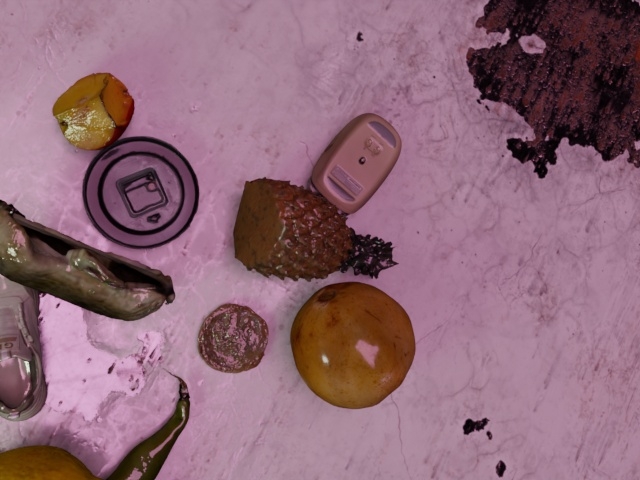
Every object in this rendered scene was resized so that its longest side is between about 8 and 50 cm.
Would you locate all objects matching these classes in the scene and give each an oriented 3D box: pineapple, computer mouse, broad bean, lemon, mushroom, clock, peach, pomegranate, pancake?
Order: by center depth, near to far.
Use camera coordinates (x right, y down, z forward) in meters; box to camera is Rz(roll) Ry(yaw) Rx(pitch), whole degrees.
[{"bbox_3d":[-0.505,0.481,1.185,0.267,0.267,0.267,1,86,-19],"label":"lemon"},{"bbox_3d":[-0.438,0.055,1.235,0.344,0.247,0.130,30,85,-39],"label":"mushroom"},{"bbox_3d":[-0.434,-0.246,1.329,0.151,0.118,0.151,1,97,7],"label":"peach"},{"bbox_3d":[-0.344,0.412,1.341,0.098,0.056,0.318,31,74,-16],"label":"broad bean"},{"bbox_3d":[-0.356,-0.093,1.377,0.226,0.049,0.226,1,87,-18],"label":"clock"},{"bbox_3d":[0.070,0.213,1.388,0.264,0.264,0.264,1,86,-19],"label":"pomegranate"},{"bbox_3d":[-0.179,0.205,1.426,0.152,0.025,0.151,2,84,-19],"label":"pancake"},{"bbox_3d":[0.000,0.000,1.434,0.362,0.202,0.202,15,81,-36],"label":"pineapple"},{"bbox_3d":[0.077,-0.167,1.509,0.145,0.082,0.236,38,78,-13],"label":"computer mouse"}]

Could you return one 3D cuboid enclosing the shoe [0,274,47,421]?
[{"bbox_3d":[-0.559,0.177,1.232,0.124,0.159,0.316,-11,92,-18],"label":"shoe"}]
